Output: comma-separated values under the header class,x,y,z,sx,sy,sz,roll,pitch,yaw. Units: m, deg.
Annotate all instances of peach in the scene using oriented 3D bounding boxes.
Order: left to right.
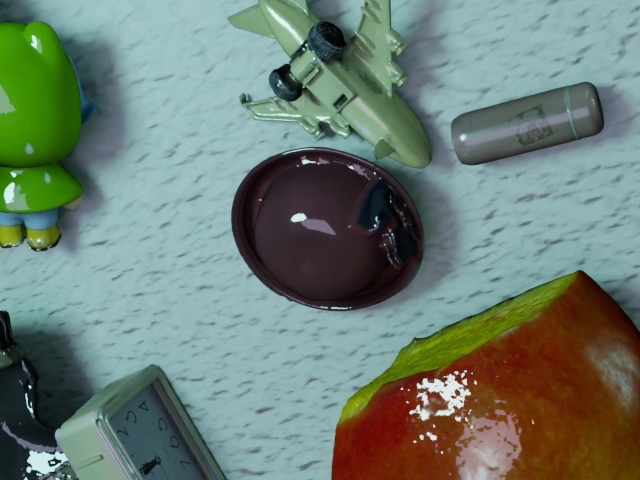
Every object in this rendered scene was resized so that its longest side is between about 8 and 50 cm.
class,x,y,z,sx,sy,sz,roll,pitch,yaw
peach,0.183,0.225,1.049,0.306,0.242,0.381,1,106,22

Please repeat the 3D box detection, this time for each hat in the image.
class,x,y,z,sx,sy,sz,roll,pitch,yaw
hat,0.000,0.000,1.099,0.205,0.089,0.205,10,124,16

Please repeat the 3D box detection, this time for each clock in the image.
class,x,y,z,sx,sy,sz,roll,pitch,yaw
clock,-0.195,0.255,1.228,0.071,0.147,0.192,-27,96,23

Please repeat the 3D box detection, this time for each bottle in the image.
class,x,y,z,sx,sy,sz,roll,pitch,yaw
bottle,0.197,-0.111,1.042,0.140,0.053,0.053,-13,102,20

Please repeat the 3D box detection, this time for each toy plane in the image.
class,x,y,z,sx,sy,sz,roll,pitch,yaw
toy plane,0.018,-0.160,1.067,0.244,0.092,0.229,50,130,2

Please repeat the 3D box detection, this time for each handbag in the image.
class,x,y,z,sx,sy,sz,roll,pitch,yaw
handbag,-0.401,0.234,1.270,0.288,0.152,0.342,-27,102,30

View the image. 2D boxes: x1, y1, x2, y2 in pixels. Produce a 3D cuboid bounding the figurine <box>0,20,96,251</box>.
class,x,y,z,sx,sy,sz,roll,pitch,yaw
figurine,-0.325,-0.112,1.172,0.162,0.143,0.263,9,120,11
